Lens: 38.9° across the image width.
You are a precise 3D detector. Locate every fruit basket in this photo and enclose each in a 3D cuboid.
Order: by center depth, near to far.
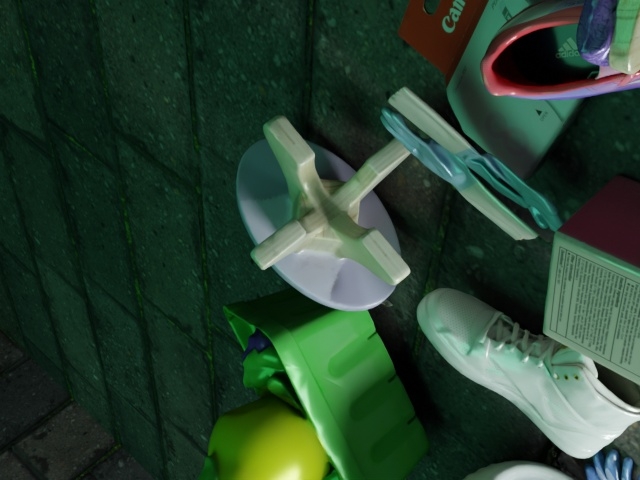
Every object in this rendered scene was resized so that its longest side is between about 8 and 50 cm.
[{"bbox_3d":[-0.051,0.285,1.390,0.392,0.392,0.283,64,163,-18],"label":"fruit basket"}]

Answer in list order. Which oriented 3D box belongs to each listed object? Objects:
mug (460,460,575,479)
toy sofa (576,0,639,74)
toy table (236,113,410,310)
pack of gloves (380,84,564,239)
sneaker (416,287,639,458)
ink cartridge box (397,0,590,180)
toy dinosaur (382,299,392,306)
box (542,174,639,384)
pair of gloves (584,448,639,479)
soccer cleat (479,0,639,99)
[{"bbox_3d":[0.308,0.483,1.280,0.374,0.276,0.328,18,136,6],"label":"mug"},{"bbox_3d":[0.209,-0.251,0.549,0.150,0.362,0.177,29,136,33],"label":"toy sofa"},{"bbox_3d":[0.005,-0.038,1.170,0.274,0.252,0.161,39,164,2],"label":"toy table"},{"bbox_3d":[0.170,-0.092,0.998,0.232,0.046,0.195,39,174,-4],"label":"pack of gloves"},{"bbox_3d":[0.267,0.130,1.111,0.292,0.108,0.169,37,145,6],"label":"sneaker"},{"bbox_3d":[0.174,-0.199,0.944,0.232,0.066,0.189,40,147,13],"label":"ink cartridge box"},{"bbox_3d":[0.000,0.000,1.368,0.118,0.064,0.268,-9,117,48],"label":"toy dinosaur"},{"bbox_3d":[0.355,0.060,0.892,0.232,0.127,0.148,29,141,33],"label":"box"},{"bbox_3d":[0.437,0.347,1.172,0.198,0.023,0.159,7,128,51],"label":"pair of gloves"},{"bbox_3d":[0.282,-0.168,0.726,0.318,0.116,0.108,-5,112,37],"label":"soccer cleat"}]
